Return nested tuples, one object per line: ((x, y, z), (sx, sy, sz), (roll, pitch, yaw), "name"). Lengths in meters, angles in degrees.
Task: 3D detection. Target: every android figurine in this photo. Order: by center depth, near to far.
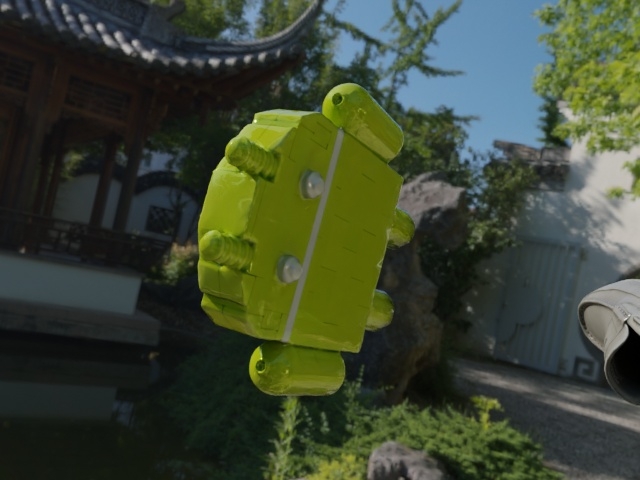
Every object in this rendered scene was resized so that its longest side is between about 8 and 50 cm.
((0.000, 0.000, 0.504), (0.056, 0.248, 0.273), (12, -8, 31), "android figurine")

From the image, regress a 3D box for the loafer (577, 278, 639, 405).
((0.343, 0.114, 0.660), (0.111, 0.112, 0.319), (-24, 3, 0), "loafer")
